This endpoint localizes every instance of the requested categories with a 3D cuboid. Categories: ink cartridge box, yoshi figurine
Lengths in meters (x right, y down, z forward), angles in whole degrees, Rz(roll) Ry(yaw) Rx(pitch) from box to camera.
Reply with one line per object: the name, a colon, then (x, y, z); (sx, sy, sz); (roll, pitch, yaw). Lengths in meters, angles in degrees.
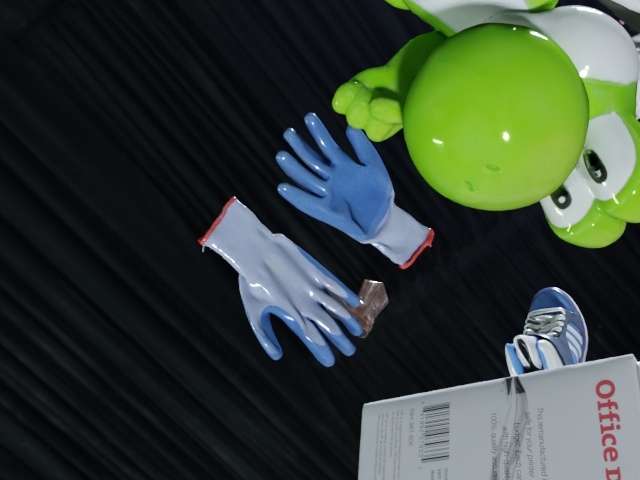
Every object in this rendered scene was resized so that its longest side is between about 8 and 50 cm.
ink cartridge box: (0.254, 0.341, 1.057); (0.395, 0.166, 0.285); (-17, 47, 28)
yoshi figurine: (0.093, -0.159, 0.533); (0.203, 0.362, 0.203); (-23, -20, -6)

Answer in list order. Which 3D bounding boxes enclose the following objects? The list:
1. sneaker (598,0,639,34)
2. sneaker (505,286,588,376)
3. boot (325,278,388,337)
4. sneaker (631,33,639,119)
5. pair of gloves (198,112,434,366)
sneaker: (0.453, -0.251, 1.064); (0.104, 0.296, 0.146); (-41, -25, -35)
sneaker: (0.475, 0.208, 1.719); (0.130, 0.236, 0.322); (-14, 56, 29)
boot: (0.057, 0.085, 1.271); (0.037, 0.106, 0.114); (-32, 13, 39)
sneaker: (0.344, -0.167, 0.934); (0.114, 0.305, 0.152); (95, 175, -61)
pair of gloves: (0.000, 0.000, 0.652); (0.198, 0.159, 0.023); (-52, 12, -24)
